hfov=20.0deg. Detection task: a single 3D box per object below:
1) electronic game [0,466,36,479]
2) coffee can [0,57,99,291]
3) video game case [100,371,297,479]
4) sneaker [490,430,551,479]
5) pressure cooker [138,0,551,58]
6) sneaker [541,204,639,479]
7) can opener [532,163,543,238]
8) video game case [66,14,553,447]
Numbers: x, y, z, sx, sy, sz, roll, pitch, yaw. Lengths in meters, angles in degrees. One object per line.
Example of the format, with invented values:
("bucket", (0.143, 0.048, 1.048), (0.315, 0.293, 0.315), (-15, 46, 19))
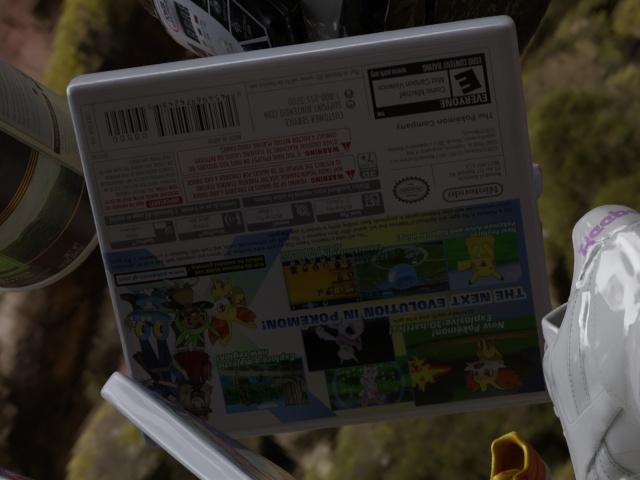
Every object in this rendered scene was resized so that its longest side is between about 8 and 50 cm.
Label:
("electronic game", (-0.141, 0.203, 1.268), (0.229, 0.229, 0.048), (60, -128, -76))
("coffee can", (-0.334, -0.079, 1.648), (0.201, 0.201, 0.275), (-58, -26, 0))
("video game case", (-0.029, 0.167, 1.178), (0.183, 0.201, 0.023), (38, -95, -45))
("sneaker", (0.174, 0.249, 1.637), (0.064, 0.067, 0.175), (-30, 34, 20))
("pressure cooker", (-0.004, -0.331, 1.730), (0.375, 0.420, 0.369), (-9, -57, -59))
("sneaker", (0.193, 0.112, 1.019), (0.114, 0.152, 0.305), (-20, -51, -19))
("can opener", (0.044, -0.038, 1.433), (0.076, 0.283, 0.095), (118, 154, -58))
("video game case", (0.000, 0.000, 1.358), (0.036, 0.329, 0.300), (-79, -19, -69))
